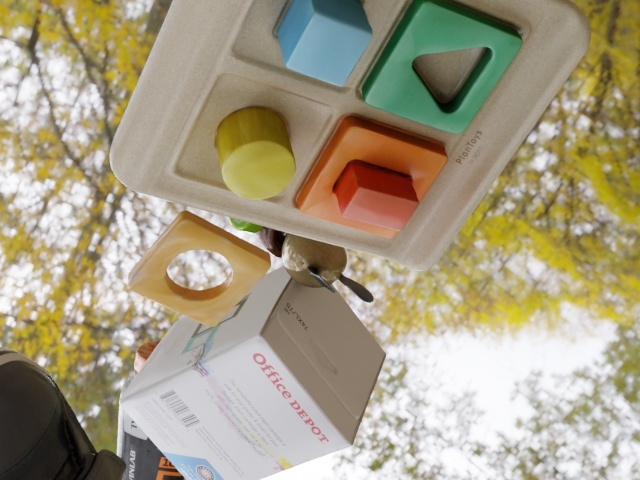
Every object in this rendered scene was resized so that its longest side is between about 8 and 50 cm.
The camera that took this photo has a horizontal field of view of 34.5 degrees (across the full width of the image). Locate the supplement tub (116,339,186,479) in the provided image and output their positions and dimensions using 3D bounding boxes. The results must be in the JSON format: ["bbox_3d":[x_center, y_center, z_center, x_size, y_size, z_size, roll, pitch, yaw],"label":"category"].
[{"bbox_3d":[-0.226,0.343,1.671,0.207,0.338,0.207,4,-171,-1],"label":"supplement tub"}]

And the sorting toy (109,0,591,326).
[{"bbox_3d":[0.013,-0.064,0.516,0.195,0.348,0.047,17,-145,-21],"label":"sorting toy"}]

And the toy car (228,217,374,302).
[{"bbox_3d":[0.000,0.000,1.324,0.155,0.149,0.188,17,-147,-48],"label":"toy car"}]

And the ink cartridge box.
[{"bbox_3d":[-0.087,0.189,1.413,0.198,0.270,0.197,53,-147,-16],"label":"ink cartridge box"}]

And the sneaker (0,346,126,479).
[{"bbox_3d":[-0.166,0.210,0.701,0.127,0.321,0.126,12,-141,23],"label":"sneaker"}]
